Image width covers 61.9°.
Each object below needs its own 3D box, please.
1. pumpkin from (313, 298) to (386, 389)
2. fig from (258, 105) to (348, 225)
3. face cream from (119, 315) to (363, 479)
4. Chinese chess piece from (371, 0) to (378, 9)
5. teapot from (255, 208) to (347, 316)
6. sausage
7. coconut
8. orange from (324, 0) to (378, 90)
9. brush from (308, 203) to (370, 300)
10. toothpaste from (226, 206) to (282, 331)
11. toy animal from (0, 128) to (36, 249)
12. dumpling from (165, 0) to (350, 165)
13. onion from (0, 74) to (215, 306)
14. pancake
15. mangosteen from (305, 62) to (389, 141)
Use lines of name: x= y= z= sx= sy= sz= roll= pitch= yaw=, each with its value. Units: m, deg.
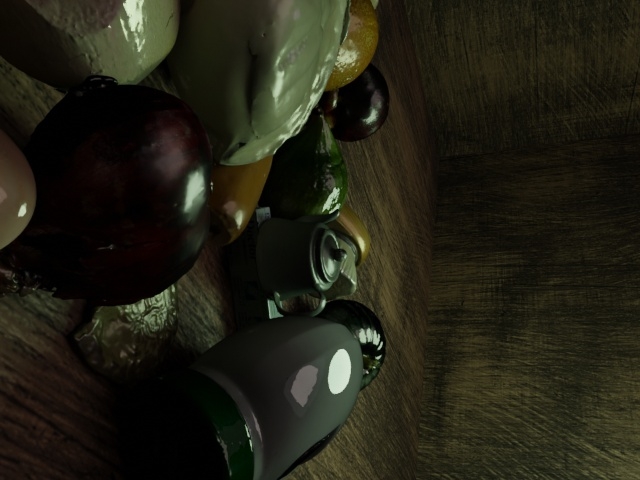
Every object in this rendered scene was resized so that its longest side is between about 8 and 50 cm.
pumpkin: x=0.057 y=0.267 z=1.306 sx=0.249 sy=0.216 sz=0.250 roll=-10 pitch=107 yaw=-36
fig: x=-0.020 y=-0.153 z=1.113 sx=0.235 sy=0.203 sz=0.203 roll=-62 pitch=179 yaw=35
face cream: x=-0.097 y=0.255 z=0.823 sx=0.219 sy=0.313 sz=0.356 roll=49 pitch=30 yaw=19
Chinese chess piece: x=0.028 y=-0.656 z=1.339 sx=0.102 sy=0.273 sz=0.273 roll=-47 pitch=144 yaw=-8
teapot: x=-0.021 y=0.041 z=0.999 sx=0.162 sy=0.148 sz=0.240 roll=62 pitch=33 yaw=-46
sausage: x=-0.153 y=-0.143 z=0.987 sx=0.134 sy=0.115 sz=0.354 roll=54 pitch=32 yaw=-34
coconut: x=-0.259 y=-0.289 z=0.560 sx=0.230 sy=0.226 sz=0.227 roll=108 pitch=-5 yaw=-56
orange: x=-0.004 y=-0.470 z=1.201 sx=0.274 sy=0.274 sz=0.275 roll=-4 pitch=90 yaw=-68
brush: x=0.000 y=0.000 z=1.285 sx=0.267 sy=0.174 sz=0.166 roll=57 pitch=42 yaw=-26
toothpaste: x=-0.123 y=0.105 z=1.044 sx=0.067 sy=0.081 sz=0.337 roll=-20 pitch=105 yaw=-67
toy animal: x=-0.343 y=-0.040 z=0.378 sx=0.221 sy=0.209 sz=0.230 roll=59 pitch=8 yaw=-47
dumpling: x=-0.068 y=-0.288 z=0.779 sx=0.315 sy=0.233 sz=0.395 roll=-24 pitch=136 yaw=-29
onion: x=-0.219 y=-0.049 z=0.581 sx=0.221 sy=0.280 sz=0.281 roll=61 pitch=22 yaw=4
pancake: x=-0.267 y=0.084 z=0.760 sx=0.212 sy=0.029 sz=0.236 roll=39 pitch=51 yaw=-62
mangosteen: x=0.057 y=-0.373 z=1.427 sx=0.265 sy=0.228 sz=0.229 roll=-15 pitch=102 yaw=-36
